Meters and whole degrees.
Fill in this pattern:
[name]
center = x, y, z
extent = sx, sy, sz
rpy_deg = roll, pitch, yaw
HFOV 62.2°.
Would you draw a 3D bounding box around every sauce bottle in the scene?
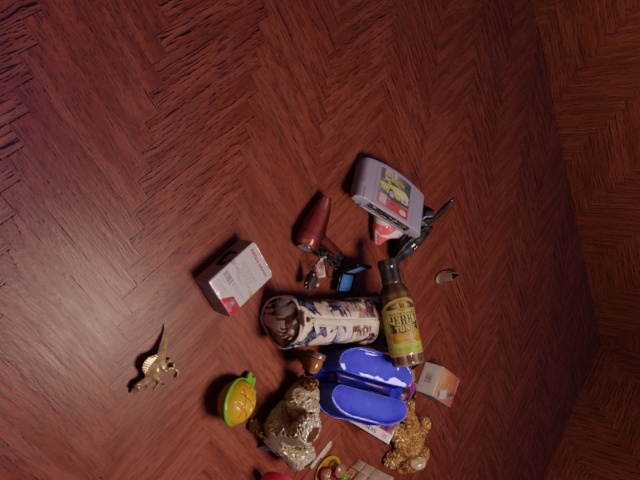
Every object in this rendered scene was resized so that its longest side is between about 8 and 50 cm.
[sauce bottle]
center = 0.247, 0.229, 1.705
extent = 0.111, 0.111, 0.344
rpy_deg = -4, 78, -45

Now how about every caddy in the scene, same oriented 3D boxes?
[caddy]
center = 0.138, 0.479, 1.759
extent = 0.341, 0.179, 0.241
rpy_deg = 20, 70, -17

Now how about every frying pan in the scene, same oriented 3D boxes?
[frying pan]
center = 0.349, -0.028, 1.912
extent = 0.197, 0.053, 0.326
rpy_deg = -33, 158, -28

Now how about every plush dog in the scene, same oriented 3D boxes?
[plush dog]
center = -0.078, 0.531, 1.619
extent = 0.225, 0.211, 0.262
rpy_deg = -52, 158, -44

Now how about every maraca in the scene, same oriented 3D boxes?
[maraca]
center = -0.225, 0.444, 1.491
extent = 0.186, 0.099, 0.127
rpy_deg = -24, 117, -69

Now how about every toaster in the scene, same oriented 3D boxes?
[toaster]
center = 0.208, 0.285, 1.853
extent = 0.110, 0.186, 0.168
rpy_deg = 8, 97, -43

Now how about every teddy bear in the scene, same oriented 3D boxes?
[teddy bear]
center = 0.348, 0.793, 2.098
extent = 0.245, 0.113, 0.338
rpy_deg = -15, 106, -41

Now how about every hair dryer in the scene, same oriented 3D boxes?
[hair dryer]
center = 0.000, 0.000, 1.689
extent = 0.224, 0.080, 0.293
rpy_deg = -21, 116, -59

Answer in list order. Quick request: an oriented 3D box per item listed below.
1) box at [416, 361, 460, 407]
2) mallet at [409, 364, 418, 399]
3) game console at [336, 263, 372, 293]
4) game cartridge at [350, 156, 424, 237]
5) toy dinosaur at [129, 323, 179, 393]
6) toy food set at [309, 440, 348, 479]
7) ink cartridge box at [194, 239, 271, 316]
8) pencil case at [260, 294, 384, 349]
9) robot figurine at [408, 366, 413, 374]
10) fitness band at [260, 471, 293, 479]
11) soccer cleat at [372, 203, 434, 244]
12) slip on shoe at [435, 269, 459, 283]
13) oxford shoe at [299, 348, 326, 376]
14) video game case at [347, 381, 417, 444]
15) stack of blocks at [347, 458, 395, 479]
[box]
center = 0.495, 0.606, 2.232
extent = 0.170, 0.091, 0.130
rpy_deg = 39, 68, -40
[mallet]
center = 0.371, 0.565, 2.145
extent = 0.062, 0.039, 0.189
rpy_deg = -15, 110, -43
[game console]
center = 0.114, 0.129, 1.783
extent = 0.122, 0.107, 0.071
rpy_deg = 12, 59, -63
[game cartridge]
center = 0.237, -0.154, 1.814
extent = 0.294, 0.060, 0.196
rpy_deg = 29, 51, -25
[toy dinosaur]
center = -0.399, 0.310, 1.325
extent = 0.092, 0.053, 0.183
rpy_deg = 41, 67, -39
[toy food set]
center = 0.048, 0.820, 1.827
extent = 0.128, 0.071, 0.217
rpy_deg = -35, 118, -37
[ink cartridge box]
center = -0.234, 0.100, 1.447
extent = 0.175, 0.072, 0.127
rpy_deg = -45, 124, -32
[pencil case]
center = 0.022, 0.251, 1.647
extent = 0.410, 0.184, 0.159
rpy_deg = 8, 89, -46
[robot figurine]
center = 0.265, 0.538, 1.968
extent = 0.158, 0.128, 0.219
rpy_deg = 34, 64, 5
[fitness band]
center = -0.078, 0.808, 1.602
extent = 0.054, 0.209, 0.290
rpy_deg = -40, 122, -36
[soccer cleat]
center = 0.301, -0.068, 1.954
extent = 0.318, 0.109, 0.116
rpy_deg = -16, 126, -44
[slip on shoe]
center = 0.540, 0.155, 2.250
extent = 0.135, 0.041, 0.051
rpy_deg = -5, 99, -45
[oxford shoe]
center = -0.035, 0.378, 1.617
extent = 0.076, 0.212, 0.076
rpy_deg = 22, 75, 0
[video game case]
center = 0.195, 0.556, 1.859
extent = 0.232, 0.210, 0.042
rpy_deg = -58, 171, -21
[stack of blocks]
center = 0.237, 0.916, 1.869
extent = 0.087, 0.297, 0.171
rpy_deg = -36, 121, -36
